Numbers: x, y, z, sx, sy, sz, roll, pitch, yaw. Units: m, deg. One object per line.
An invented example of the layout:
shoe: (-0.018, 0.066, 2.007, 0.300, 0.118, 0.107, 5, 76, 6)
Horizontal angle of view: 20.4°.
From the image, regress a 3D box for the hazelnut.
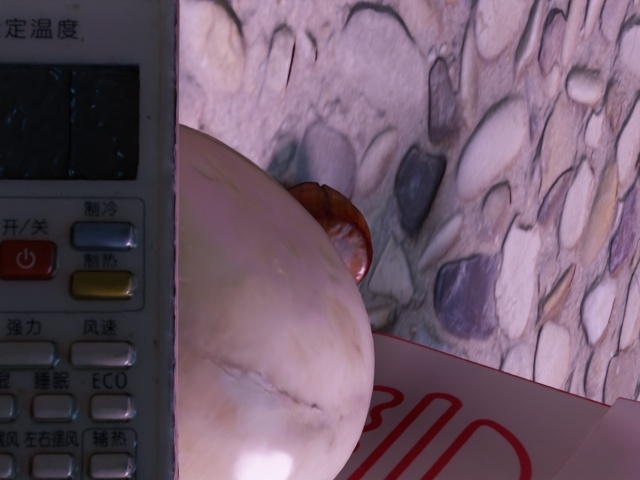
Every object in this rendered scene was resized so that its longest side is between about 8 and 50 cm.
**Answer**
hazelnut: (0.000, 0.000, 1.265, 0.086, 0.086, 0.086, -39, 137, -50)

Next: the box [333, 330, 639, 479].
box: (0.092, 0.295, 1.343, 0.312, 0.300, 0.314, -41, 139, -48)

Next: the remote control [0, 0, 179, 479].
remote control: (-0.137, 0.041, 0.834, 0.050, 0.145, 0.344, 115, -26, -77)

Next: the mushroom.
mushroom: (-0.092, 0.051, 0.987, 0.246, 0.202, 0.246, 47, 22, -26)
